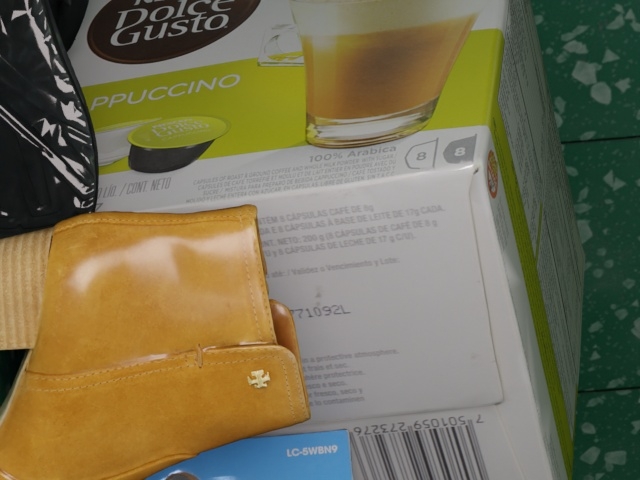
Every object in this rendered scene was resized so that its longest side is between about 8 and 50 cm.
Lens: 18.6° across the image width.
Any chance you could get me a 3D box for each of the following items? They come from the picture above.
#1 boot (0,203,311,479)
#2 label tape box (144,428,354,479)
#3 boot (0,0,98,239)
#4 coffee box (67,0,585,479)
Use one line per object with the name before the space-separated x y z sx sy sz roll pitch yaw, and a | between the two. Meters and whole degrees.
boot | -0.110 0.120 1.158 0.104 0.211 0.295 -94 179 -63
label tape box | -0.081 0.303 1.267 0.106 0.241 0.333 85 0 -57
boot | -0.187 -0.113 1.265 0.207 0.094 0.246 -76 155 -79
coffee box | 0.000 0.000 1.436 0.334 0.338 0.338 -78 156 -50
